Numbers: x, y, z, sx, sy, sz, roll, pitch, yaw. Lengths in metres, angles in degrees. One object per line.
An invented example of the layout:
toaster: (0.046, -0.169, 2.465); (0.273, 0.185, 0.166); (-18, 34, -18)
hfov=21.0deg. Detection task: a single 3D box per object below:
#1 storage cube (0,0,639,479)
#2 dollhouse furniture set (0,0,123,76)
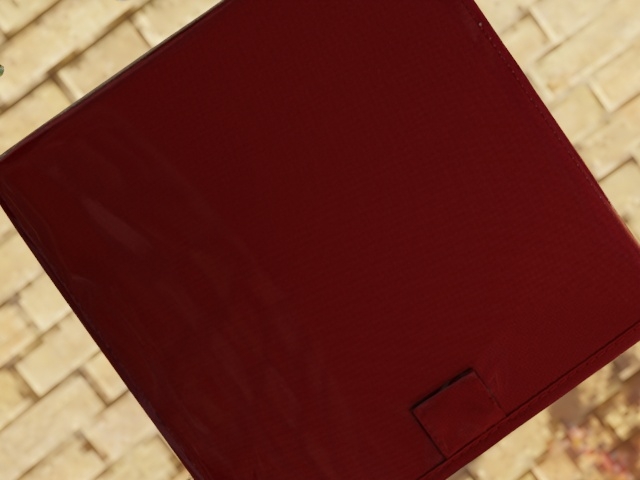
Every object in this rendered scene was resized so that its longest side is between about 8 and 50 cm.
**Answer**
storage cube: (0.000, 0.000, 0.711); (0.215, 0.193, 0.183); (-34, -178, -1)
dollhouse furniture set: (-0.223, -0.197, 1.005); (0.197, 0.151, 0.301); (-19, -158, -38)
